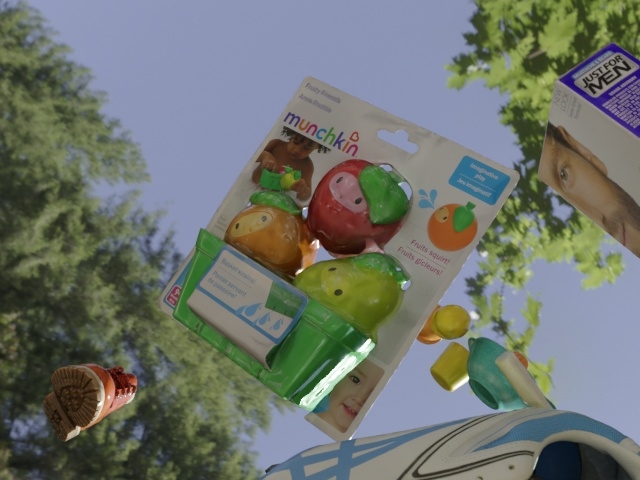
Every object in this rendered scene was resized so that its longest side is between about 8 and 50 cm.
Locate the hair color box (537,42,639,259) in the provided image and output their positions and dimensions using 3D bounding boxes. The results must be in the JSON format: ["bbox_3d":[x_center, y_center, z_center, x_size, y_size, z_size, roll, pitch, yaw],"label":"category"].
[{"bbox_3d":[0.419,-0.057,1.036,0.110,0.185,0.339,-33,-122,-17],"label":"hair color box"}]

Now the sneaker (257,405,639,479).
[{"bbox_3d":[0.054,0.128,0.404,0.086,0.237,0.085,-14,-93,64],"label":"sneaker"}]

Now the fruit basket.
[{"bbox_3d":[0.000,0.000,1.022,0.327,0.165,0.353,31,-90,31],"label":"fruit basket"}]

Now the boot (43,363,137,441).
[{"bbox_3d":[-0.213,0.142,0.856,0.059,0.084,0.158,61,-31,7],"label":"boot"}]

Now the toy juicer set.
[{"bbox_3d":[0.260,0.176,1.322,0.089,0.209,0.329,-39,-152,-16],"label":"toy juicer set"}]
